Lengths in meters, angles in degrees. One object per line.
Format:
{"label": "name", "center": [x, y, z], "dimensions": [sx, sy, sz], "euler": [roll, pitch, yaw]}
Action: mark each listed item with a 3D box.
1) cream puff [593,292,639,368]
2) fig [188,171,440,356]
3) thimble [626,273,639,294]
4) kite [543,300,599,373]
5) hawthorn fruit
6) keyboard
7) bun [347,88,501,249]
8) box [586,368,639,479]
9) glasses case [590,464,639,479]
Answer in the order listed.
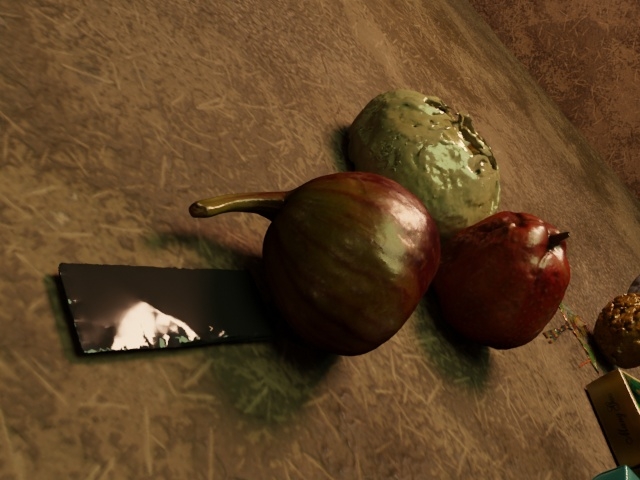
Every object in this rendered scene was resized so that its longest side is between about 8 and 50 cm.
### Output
{"label": "cream puff", "center": [0.559, 0.158, 1.225], "dimensions": [0.103, 0.144, 0.126], "euler": [34, 9, -2]}
{"label": "fig", "center": [0.006, 0.000, 0.633], "dimensions": [0.207, 0.175, 0.175], "euler": [38, 28, 8]}
{"label": "thimble", "center": [0.810, 0.155, 1.473], "dimensions": [0.172, 0.236, 0.205], "euler": [15, 69, -41]}
{"label": "kite", "center": [0.438, 0.151, 1.195], "dimensions": [0.244, 0.006, 0.198], "euler": [3, 54, -53]}
{"label": "hawthorn fruit", "center": [0.237, 0.050, 0.870], "dimensions": [0.173, 0.179, 0.173], "euler": [39, 6, -5]}
{"label": "keyboard", "center": [-0.115, 0.054, 0.541], "dimensions": [0.196, 0.015, 0.074], "euler": [5, 48, -52]}
{"label": "bun", "center": [0.164, -0.117, 0.982], "dimensions": [0.259, 0.152, 0.259], "euler": [36, 33, -28]}
{"label": "box", "center": [0.542, 0.320, 1.081], "dimensions": [0.240, 0.071, 0.159], "euler": [29, 38, -33]}
{"label": "glasses case", "center": [0.448, 0.428, 0.839], "dimensions": [0.301, 0.070, 0.117], "euler": [47, 35, -9]}
